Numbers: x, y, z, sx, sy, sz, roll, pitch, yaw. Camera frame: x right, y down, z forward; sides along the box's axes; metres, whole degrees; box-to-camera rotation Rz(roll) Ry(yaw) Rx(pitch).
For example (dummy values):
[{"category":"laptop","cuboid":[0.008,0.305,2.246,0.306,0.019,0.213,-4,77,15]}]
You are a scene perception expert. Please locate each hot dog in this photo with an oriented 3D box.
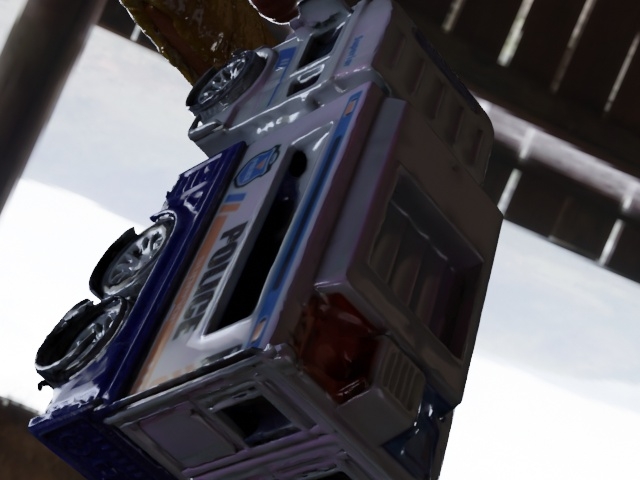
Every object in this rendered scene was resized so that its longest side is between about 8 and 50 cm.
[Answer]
[{"category":"hot dog","cuboid":[-0.064,-0.141,0.904,0.061,0.088,0.286,-9,143,35]}]

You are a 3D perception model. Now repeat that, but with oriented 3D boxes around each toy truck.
[{"category":"toy truck","cuboid":[0.000,0.000,0.518,0.155,0.268,0.124,-24,121,37]}]

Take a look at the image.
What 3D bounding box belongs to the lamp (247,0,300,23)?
[{"category":"lamp","cuboid":[-0.049,-0.304,1.376,0.090,0.101,0.101,-17,161,25]}]
